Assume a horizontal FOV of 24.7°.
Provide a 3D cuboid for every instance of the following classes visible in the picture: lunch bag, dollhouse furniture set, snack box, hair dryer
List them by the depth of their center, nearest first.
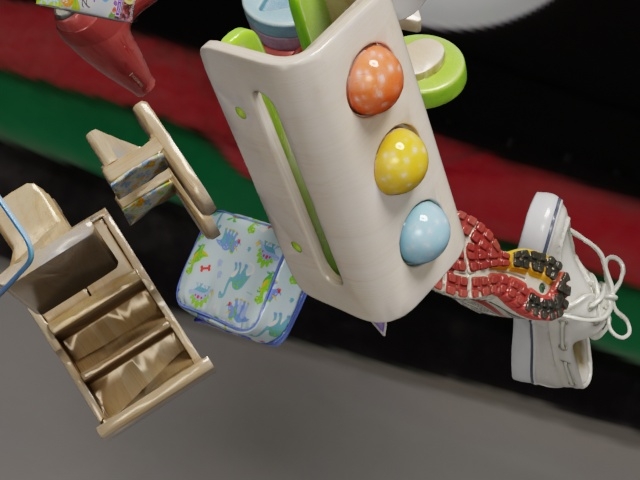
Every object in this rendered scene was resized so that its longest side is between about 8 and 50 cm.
[{"bbox_3d":[-0.262,-0.308,1.674,0.037,0.100,0.141,11,5,28],"label":"snack box"},{"bbox_3d":[-0.276,0.079,1.749,0.256,0.362,0.394,56,-7,8],"label":"dollhouse furniture set"},{"bbox_3d":[-0.261,-0.328,2.053,0.223,0.080,0.294,-3,-51,-16],"label":"hair dryer"},{"bbox_3d":[-0.112,0.057,2.179,0.090,0.176,0.219,26,-6,-41],"label":"lunch bag"}]

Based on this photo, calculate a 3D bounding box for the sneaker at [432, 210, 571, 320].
[{"bbox_3d":[0.149,0.034,1.507,0.225,0.088,0.092,26,-21,-29],"label":"sneaker"}]

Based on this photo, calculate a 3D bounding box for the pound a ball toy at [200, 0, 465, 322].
[{"bbox_3d":[0.046,-0.116,1.172,0.135,0.208,0.319,20,-36,38],"label":"pound a ball toy"}]

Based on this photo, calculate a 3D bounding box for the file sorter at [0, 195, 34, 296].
[{"bbox_3d":[-0.318,0.018,1.079,0.118,0.170,0.104,54,-46,5],"label":"file sorter"}]

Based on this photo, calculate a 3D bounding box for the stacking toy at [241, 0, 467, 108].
[{"bbox_3d":[0.043,-0.287,2.002,0.279,0.309,0.130,-17,-42,-10],"label":"stacking toy"}]

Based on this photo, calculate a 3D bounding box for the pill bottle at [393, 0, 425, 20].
[{"bbox_3d":[0.047,-0.337,1.748,0.180,0.108,0.108,39,-11,37],"label":"pill bottle"}]

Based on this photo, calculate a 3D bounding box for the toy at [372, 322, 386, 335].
[{"bbox_3d":[0.000,0.000,1.712,0.237,0.056,0.137,43,-37,40],"label":"toy"}]

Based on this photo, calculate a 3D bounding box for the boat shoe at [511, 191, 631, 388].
[{"bbox_3d":[0.338,0.084,1.932,0.156,0.136,0.367,13,-40,17],"label":"boat shoe"}]
